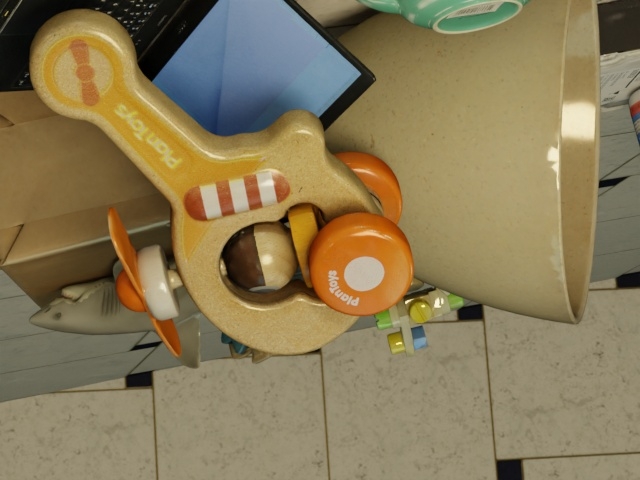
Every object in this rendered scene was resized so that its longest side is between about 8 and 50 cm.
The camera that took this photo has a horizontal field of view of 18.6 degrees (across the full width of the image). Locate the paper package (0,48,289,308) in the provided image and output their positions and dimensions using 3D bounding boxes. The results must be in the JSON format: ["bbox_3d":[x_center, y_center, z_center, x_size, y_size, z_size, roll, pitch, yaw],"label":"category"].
[{"bbox_3d":[-0.163,-0.060,1.889,0.309,0.168,0.325,-14,169,-1],"label":"paper package"}]

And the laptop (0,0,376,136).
[{"bbox_3d":[-0.137,-0.128,1.577,0.264,0.137,0.234,-6,158,-33],"label":"laptop"}]

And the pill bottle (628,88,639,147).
[{"bbox_3d":[0.411,-0.063,2.065,0.124,0.222,0.124,-13,170,-2],"label":"pill bottle"}]

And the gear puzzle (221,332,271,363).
[{"bbox_3d":[0.000,0.000,2.040,0.339,0.176,0.044,-27,156,35],"label":"gear puzzle"}]

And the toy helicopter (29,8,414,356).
[{"bbox_3d":[-0.106,-0.038,1.555,0.235,0.355,0.140,-38,-155,17],"label":"toy helicopter"}]

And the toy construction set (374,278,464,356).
[{"bbox_3d":[0.122,0.020,2.502,0.151,0.215,0.328,-11,169,-14],"label":"toy construction set"}]

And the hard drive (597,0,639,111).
[{"bbox_3d":[0.256,-0.180,2.046,0.338,0.064,0.237,-12,170,-9],"label":"hard drive"}]

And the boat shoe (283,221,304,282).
[{"bbox_3d":[-0.037,0.042,1.915,0.095,0.079,0.254,-10,168,-26],"label":"boat shoe"}]

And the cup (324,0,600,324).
[{"bbox_3d":[0.120,-0.092,1.762,0.236,0.331,0.331,1,172,13],"label":"cup"}]

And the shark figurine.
[{"bbox_3d":[-0.124,0.059,1.813,0.166,0.116,0.278,-6,169,-43],"label":"shark figurine"}]

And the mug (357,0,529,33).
[{"bbox_3d":[0.103,-0.219,1.566,0.157,0.097,0.129,-20,167,31],"label":"mug"}]
